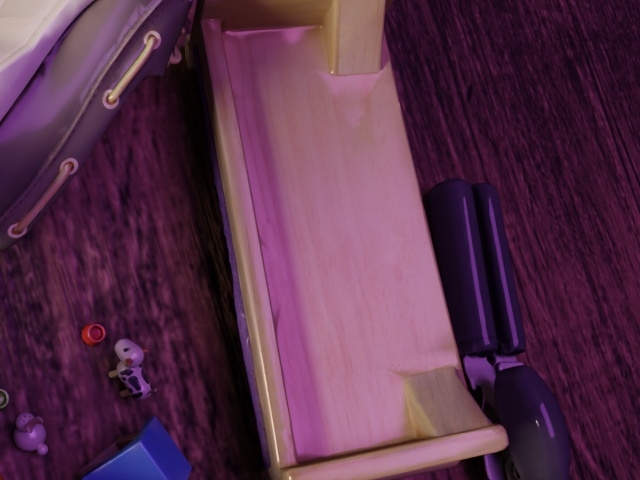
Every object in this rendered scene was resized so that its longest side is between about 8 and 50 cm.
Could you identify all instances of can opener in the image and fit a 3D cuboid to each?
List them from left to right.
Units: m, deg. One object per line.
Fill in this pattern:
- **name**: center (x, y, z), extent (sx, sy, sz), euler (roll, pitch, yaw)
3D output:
- **can opener**: center (0.164, 0.075, 0.759), extent (0.076, 0.095, 0.283), euler (5, 71, -38)

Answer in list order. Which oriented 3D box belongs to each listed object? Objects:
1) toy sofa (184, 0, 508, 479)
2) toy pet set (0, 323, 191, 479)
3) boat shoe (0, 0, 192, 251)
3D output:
- **toy sofa**: center (0.000, 0.000, 0.644), extent (0.150, 0.177, 0.362), euler (-8, 78, -15)
- **toy pet set**: center (-0.138, 0.118, 0.521), extent (0.122, 0.065, 0.114), euler (-39, 99, -40)
- **boat shoe**: center (-0.145, -0.130, 0.544), extent (0.305, 0.109, 0.091), euler (-54, 136, -15)
